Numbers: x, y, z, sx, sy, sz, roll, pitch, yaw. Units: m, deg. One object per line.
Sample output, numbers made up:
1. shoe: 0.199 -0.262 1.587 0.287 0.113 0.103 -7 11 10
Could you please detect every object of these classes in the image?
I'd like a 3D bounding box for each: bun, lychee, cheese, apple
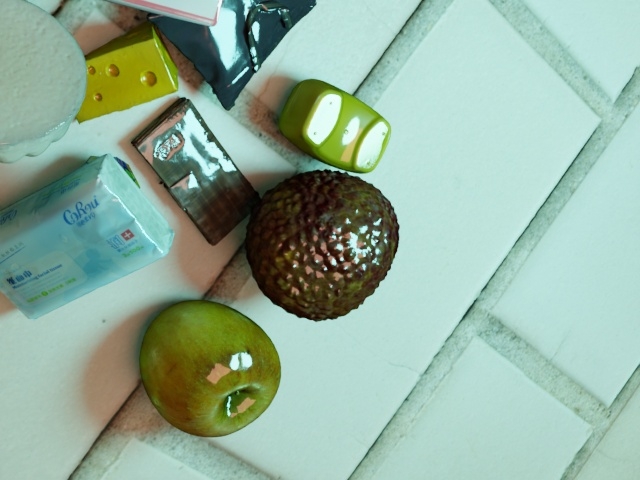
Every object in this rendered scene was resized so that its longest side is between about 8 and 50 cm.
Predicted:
1. bun: -0.472 -0.207 1.619 0.263 0.175 0.263 9 63 -18
2. lychee: 0.000 0.000 1.889 0.261 0.260 0.260 -10 110 -27
3. cheese: -0.312 -0.251 1.748 0.171 0.126 0.093 -24 117 2
4. apple: -0.187 0.204 1.903 0.237 0.207 0.237 -21 134 -24

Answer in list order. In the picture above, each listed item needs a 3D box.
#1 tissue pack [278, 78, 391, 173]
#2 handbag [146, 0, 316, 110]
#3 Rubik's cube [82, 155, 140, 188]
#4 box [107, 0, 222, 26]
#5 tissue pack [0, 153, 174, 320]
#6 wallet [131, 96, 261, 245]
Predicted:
1. tissue pack: 0.019 -0.191 1.916 0.178 0.127 0.123 26 90 -33
2. handbag: -0.130 -0.360 1.800 0.254 0.089 0.211 -52 128 -17
3. Rubik's cube: -0.334 -0.080 1.773 0.093 0.111 0.111 31 89 -8
4. box: -0.291 -0.489 1.541 0.312 0.300 0.314 9 102 -32
5. tissue pack: -0.375 0.002 1.707 0.263 0.089 0.177 -25 124 17
6. wallet: -0.199 -0.111 1.870 0.124 0.042 0.230 -44 123 -14
